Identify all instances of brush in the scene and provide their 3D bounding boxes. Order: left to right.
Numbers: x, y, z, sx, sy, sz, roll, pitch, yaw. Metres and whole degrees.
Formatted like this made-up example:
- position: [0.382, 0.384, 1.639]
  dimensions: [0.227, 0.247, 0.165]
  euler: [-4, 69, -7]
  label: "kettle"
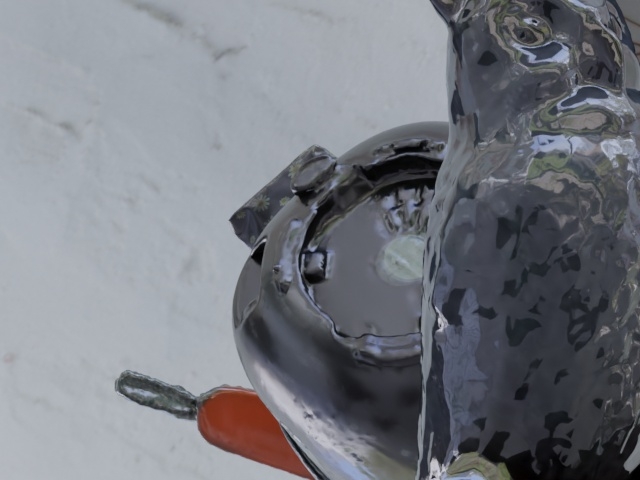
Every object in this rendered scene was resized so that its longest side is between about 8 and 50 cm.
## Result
- position: [-0.029, 0.172, 1.124]
  dimensions: [0.323, 0.051, 0.070]
  euler: [19, -97, -6]
  label: "brush"

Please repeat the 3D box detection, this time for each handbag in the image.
- position: [0.000, 0.000, 1.103]
  dimensions: [0.115, 0.072, 0.139]
  euler: [-40, -116, 9]
  label: "handbag"

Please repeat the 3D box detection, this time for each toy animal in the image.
- position: [0.065, 0.025, 0.356]
  dimensions: [0.117, 0.121, 0.210]
  euler: [-26, -110, 57]
  label: "toy animal"

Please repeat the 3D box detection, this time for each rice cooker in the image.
- position: [0.076, 0.061, 0.820]
  dimensions: [0.267, 0.267, 0.224]
  euler: [-9, -38, 17]
  label: "rice cooker"

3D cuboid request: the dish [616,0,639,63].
- position: [0.165, -0.126, 0.548]
  dimensions: [0.151, 0.077, 0.212]
  euler: [22, -51, -2]
  label: "dish"
